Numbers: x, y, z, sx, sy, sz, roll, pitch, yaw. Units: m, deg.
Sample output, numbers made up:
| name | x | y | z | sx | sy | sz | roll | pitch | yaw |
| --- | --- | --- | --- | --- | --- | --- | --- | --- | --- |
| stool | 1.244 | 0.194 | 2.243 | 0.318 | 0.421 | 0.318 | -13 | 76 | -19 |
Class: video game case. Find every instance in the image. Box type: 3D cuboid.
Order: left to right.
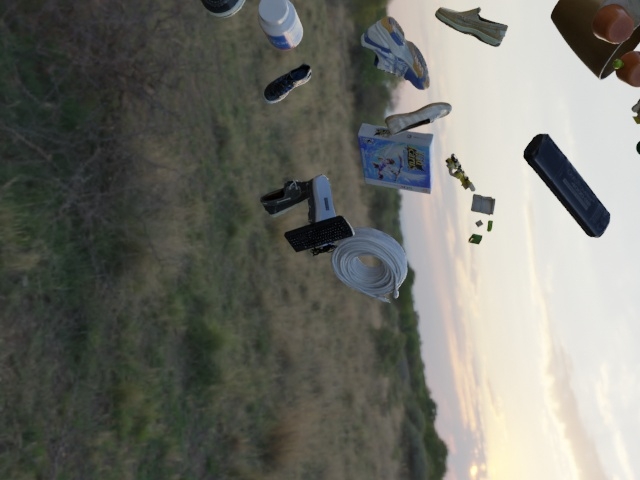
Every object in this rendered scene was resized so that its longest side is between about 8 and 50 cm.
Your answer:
| name | x | y | z | sx | sy | sz | roll | pitch | yaw |
| --- | --- | --- | --- | --- | --- | --- | --- | --- | --- |
| video game case | 0.262 | -0.274 | 2.301 | 0.269 | 0.244 | 0.061 | 73 | 32 | -57 |

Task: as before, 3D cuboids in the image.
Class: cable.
| name | x | y | z | sx | sy | sz | roll | pitch | yaw |
| --- | --- | --- | --- | --- | --- | --- | --- | --- | --- |
| cable | 0.164 | 0.071 | 2.246 | 0.089 | 0.257 | 0.257 | -64 | 171 | -46 |

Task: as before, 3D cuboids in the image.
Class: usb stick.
| name | x | y | z | sx | sy | sz | roll | pitch | yaw |
| --- | --- | --- | --- | --- | --- | --- | --- | --- | --- |
| usb stick | 0.517 | -0.111 | 1.407 | 0.278 | 0.077 | 0.045 | 42 | -17 | -25 |

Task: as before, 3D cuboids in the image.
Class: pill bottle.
| name | x | y | z | sx | sy | sz | roll | pitch | yaw |
| --- | --- | --- | --- | --- | --- | --- | --- | --- | --- |
| pill bottle | -0.133 | -0.705 | 2.172 | 0.221 | 0.124 | 0.124 | 24 | 57 | -81 |

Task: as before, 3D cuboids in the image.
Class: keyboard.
| name | x | y | z | sx | sy | sz | roll | pitch | yaw |
| --- | --- | --- | --- | --- | --- | --- | --- | --- | --- |
| keyboard | 0.000 | 0.000 | 1.731 | 0.100 | 0.192 | 0.038 | 50 | 41 | -30 |

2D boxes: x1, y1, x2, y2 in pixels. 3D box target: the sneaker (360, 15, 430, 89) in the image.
| name | x | y | z | sx | sy | sz | roll | pitch | yaw |
| --- | --- | --- | --- | --- | --- | --- | --- | --- | --- |
| sneaker | 0.244 | -0.590 | 2.187 | 0.296 | 0.131 | 0.112 | 44 | 38 | -35 |

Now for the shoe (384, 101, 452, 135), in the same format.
| name | x | y | z | sx | sy | sz | roll | pitch | yaw |
| --- | --- | --- | --- | --- | --- | --- | --- | --- | --- |
| shoe | 0.314 | -0.381 | 2.127 | 0.076 | 0.219 | 0.058 | 87 | -12 | -72 |

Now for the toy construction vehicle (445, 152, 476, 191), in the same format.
| name | x | y | z | sx | sy | sz | roll | pitch | yaw |
| --- | --- | --- | --- | --- | --- | --- | --- | --- | --- |
| toy construction vehicle | 0.324 | -0.155 | 1.588 | 0.086 | 0.035 | 0.098 | 50 | 15 | -37 |

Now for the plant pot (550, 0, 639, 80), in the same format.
| name | x | y | z | sx | sy | sz | roll | pitch | yaw |
| --- | --- | --- | --- | --- | --- | --- | --- | --- | --- |
| plant pot | 0.858 | -0.672 | 2.115 | 0.254 | 0.237 | 0.237 | 44 | -7 | 20 |

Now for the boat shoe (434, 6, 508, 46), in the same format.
| name | x | y | z | sx | sy | sz | roll | pitch | yaw |
| --- | --- | --- | --- | --- | --- | --- | --- | --- | --- |
| boat shoe | 0.392 | -0.571 | 1.743 | 0.068 | 0.190 | 0.072 | -71 | -176 | -54 |

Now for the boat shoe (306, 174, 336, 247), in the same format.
| name | x | y | z | sx | sy | sz | roll | pitch | yaw |
| --- | --- | --- | --- | --- | --- | --- | --- | --- | --- |
| boat shoe | -0.008 | -0.083 | 2.076 | 0.080 | 0.076 | 0.228 | -7 | 88 | -43 |

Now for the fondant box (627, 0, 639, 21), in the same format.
| name | x | y | z | sx | sy | sz | roll | pitch | yaw |
| --- | --- | --- | --- | --- | --- | --- | --- | --- | --- |
| fondant box | 0.903 | -0.657 | 1.688 | 0.238 | 0.096 | 0.330 | 44 | -4 | -20 |

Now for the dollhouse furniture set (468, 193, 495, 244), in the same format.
| name | x | y | z | sx | sy | sz | roll | pitch | yaw |
| --- | --- | --- | --- | --- | --- | --- | --- | --- | --- |
| dollhouse furniture set | 0.507 | -0.067 | 2.142 | 0.058 | 0.076 | 0.152 | 83 | 18 | -75 |

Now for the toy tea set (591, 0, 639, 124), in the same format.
| name | x | y | z | sx | sy | sz | roll | pitch | yaw |
| --- | --- | --- | --- | --- | --- | --- | --- | --- | --- |
| toy tea set | 0.723 | -0.417 | 1.481 | 0.336 | 0.200 | 0.124 | 45 | 21 | -29 |

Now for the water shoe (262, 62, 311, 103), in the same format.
| name | x | y | z | sx | sy | sz | roll | pitch | yaw |
| --- | --- | --- | --- | --- | --- | --- | --- | --- | --- |
| water shoe | -0.123 | -0.568 | 2.408 | 0.073 | 0.203 | 0.080 | 52 | -12 | 6 |

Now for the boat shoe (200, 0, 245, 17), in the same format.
| name | x | y | z | sx | sy | sz | roll | pitch | yaw |
| --- | --- | --- | --- | --- | --- | --- | --- | --- | --- |
| boat shoe | -0.260 | -0.829 | 1.712 | 0.156 | 0.187 | 0.500 | -28 | 128 | -63 |

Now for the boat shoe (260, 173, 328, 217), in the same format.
| name | x | y | z | sx | sy | sz | roll | pitch | yaw |
| --- | --- | --- | --- | --- | --- | --- | --- | --- | --- |
| boat shoe | -0.085 | -0.157 | 2.183 | 0.079 | 0.233 | 0.084 | 56 | 19 | -25 |

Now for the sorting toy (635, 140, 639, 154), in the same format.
| name | x | y | z | sx | sy | sz | roll | pitch | yaw |
| --- | --- | --- | --- | --- | --- | --- | --- | --- | --- |
| sorting toy | 0.914 | -0.180 | 1.639 | 0.274 | 0.046 | 0.132 | 51 | -43 | 19 |
